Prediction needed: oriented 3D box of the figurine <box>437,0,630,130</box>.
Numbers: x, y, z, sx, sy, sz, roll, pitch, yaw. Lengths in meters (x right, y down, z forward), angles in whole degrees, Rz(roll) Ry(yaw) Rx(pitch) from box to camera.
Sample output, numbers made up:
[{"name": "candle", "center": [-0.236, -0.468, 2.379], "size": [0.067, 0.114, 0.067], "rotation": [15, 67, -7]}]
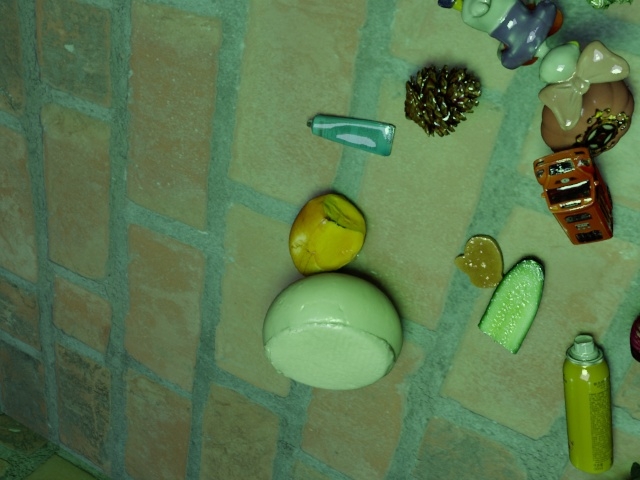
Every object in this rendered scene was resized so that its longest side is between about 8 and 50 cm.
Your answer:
[{"name": "figurine", "center": [0.374, -0.397, 1.101], "size": [0.421, 0.193, 0.154], "rotation": [50, 124, 17]}]

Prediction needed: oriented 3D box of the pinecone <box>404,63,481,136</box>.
[{"name": "pinecone", "center": [0.263, -0.305, 1.281], "size": [0.173, 0.173, 0.174], "rotation": [11, 117, 23]}]

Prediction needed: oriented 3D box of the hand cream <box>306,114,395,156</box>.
[{"name": "hand cream", "center": [0.072, -0.270, 1.466], "size": [0.224, 0.048, 0.083], "rotation": [16, 120, 14]}]

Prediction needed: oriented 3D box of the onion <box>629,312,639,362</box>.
[{"name": "onion", "center": [0.750, 0.211, 1.220], "size": [0.195, 0.218, 0.140], "rotation": [8, 115, 23]}]

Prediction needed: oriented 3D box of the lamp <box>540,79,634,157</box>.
[{"name": "lamp", "center": [0.522, -0.249, 1.171], "size": [0.181, 0.140, 0.182], "rotation": [-10, 136, -10]}]

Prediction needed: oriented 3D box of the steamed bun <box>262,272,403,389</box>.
[{"name": "steamed bun", "center": [0.035, 0.224, 1.568], "size": [0.373, 0.242, 0.375], "rotation": [7, 143, 5]}]

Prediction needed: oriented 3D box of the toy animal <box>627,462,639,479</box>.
[{"name": "toy animal", "center": [0.806, 0.603, 1.410], "size": [0.343, 0.168, 0.106], "rotation": [-28, 96, 20]}]

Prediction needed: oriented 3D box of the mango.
[{"name": "mango", "center": [0.000, 0.000, 1.570], "size": [0.187, 0.138, 0.257], "rotation": [32, 131, -14]}]

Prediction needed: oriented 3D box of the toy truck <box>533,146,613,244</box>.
[{"name": "toy truck", "center": [0.519, -0.085, 1.198], "size": [0.107, 0.114, 0.252], "rotation": [-13, 151, 32]}]

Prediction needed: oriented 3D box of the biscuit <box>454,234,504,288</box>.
[{"name": "biscuit", "center": [0.389, 0.052, 1.454], "size": [0.118, 0.023, 0.140], "rotation": [2, 114, 27]}]

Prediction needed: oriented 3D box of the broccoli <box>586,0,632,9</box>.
[{"name": "broccoli", "center": [0.526, -0.470, 1.102], "size": [0.097, 0.092, 0.095], "rotation": [48, 147, -18]}]

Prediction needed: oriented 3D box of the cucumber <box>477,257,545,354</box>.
[{"name": "cucumber", "center": [0.476, 0.145, 1.427], "size": [0.115, 0.063, 0.244], "rotation": [29, 123, 20]}]

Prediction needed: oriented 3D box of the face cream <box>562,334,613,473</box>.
[{"name": "face cream", "center": [0.644, 0.389, 1.427], "size": [0.104, 0.105, 0.349], "rotation": [-1, 112, 28]}]
